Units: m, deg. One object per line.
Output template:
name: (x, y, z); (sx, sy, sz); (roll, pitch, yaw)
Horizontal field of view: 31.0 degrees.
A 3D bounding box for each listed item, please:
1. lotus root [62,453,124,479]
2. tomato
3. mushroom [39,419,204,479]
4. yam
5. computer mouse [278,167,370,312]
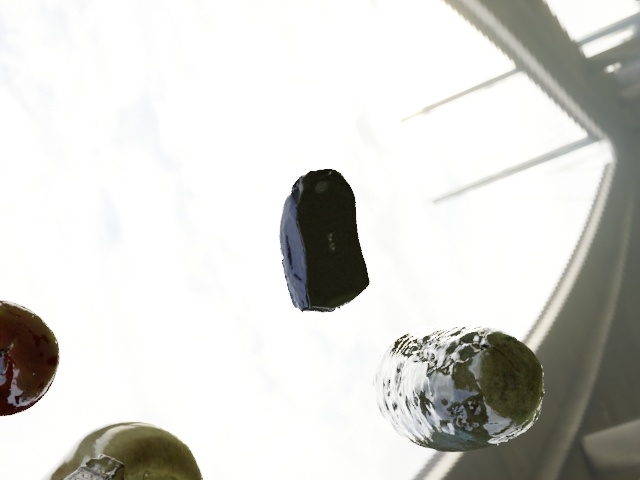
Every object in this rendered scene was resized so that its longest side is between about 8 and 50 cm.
lotus root: (-0.327, 0.387, 1.358); (0.261, 0.074, 0.170); (-32, -55, -47)
tomato: (-0.233, 0.086, 0.849); (0.087, 0.087, 0.075); (65, -167, -9)
mushroom: (-0.258, 0.377, 1.517); (0.254, 0.234, 0.260); (-13, -66, -31)
yam: (0.133, 0.137, 1.094); (0.330, 0.133, 0.133); (124, 127, -80)
computer mouse: (0.000, 0.000, 1.635); (0.073, 0.122, 0.217); (25, 127, 60)
